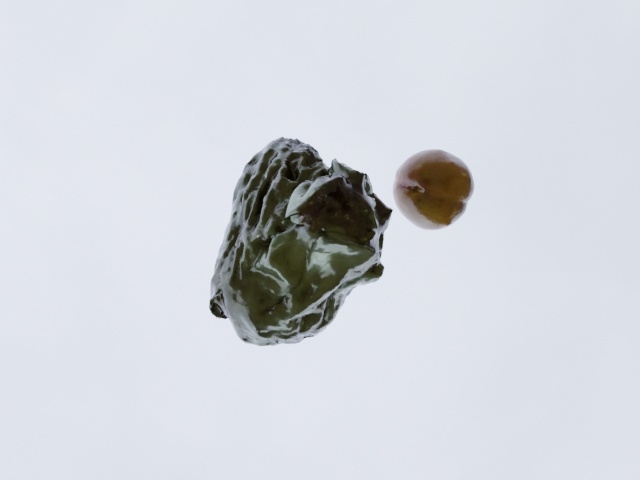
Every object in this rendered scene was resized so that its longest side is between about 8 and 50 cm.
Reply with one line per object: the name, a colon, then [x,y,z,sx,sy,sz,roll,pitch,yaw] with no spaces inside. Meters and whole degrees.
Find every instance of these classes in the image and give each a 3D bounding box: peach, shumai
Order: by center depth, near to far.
shumai: [-0.002,0.000,1.085,0.189,0.218,0.255,24,-112,-35]
peach: [0.185,-0.086,1.566,0.138,0.138,0.138,-1,-89,-30]
